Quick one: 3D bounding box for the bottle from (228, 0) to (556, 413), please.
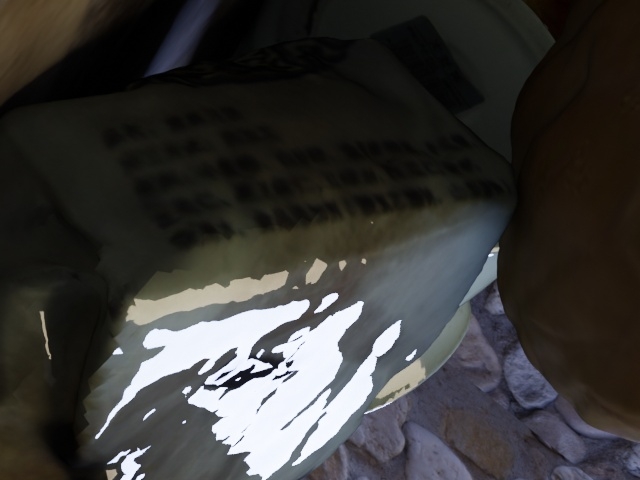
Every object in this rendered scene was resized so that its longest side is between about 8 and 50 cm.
[{"bbox_3d":[0.000,0.000,0.803,0.229,0.229,0.351,-51,-179,-39],"label":"bottle"}]

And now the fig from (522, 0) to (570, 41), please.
[{"bbox_3d":[0.154,-0.122,0.859,0.217,0.217,0.321,-51,144,-3],"label":"fig"}]

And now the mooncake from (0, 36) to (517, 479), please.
[{"bbox_3d":[-0.063,0.034,0.535,0.254,0.136,0.250,-15,150,-43],"label":"mooncake"}]

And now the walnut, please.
[{"bbox_3d":[0.219,-0.026,0.557,0.296,0.285,0.285,-14,156,-38],"label":"walnut"}]
